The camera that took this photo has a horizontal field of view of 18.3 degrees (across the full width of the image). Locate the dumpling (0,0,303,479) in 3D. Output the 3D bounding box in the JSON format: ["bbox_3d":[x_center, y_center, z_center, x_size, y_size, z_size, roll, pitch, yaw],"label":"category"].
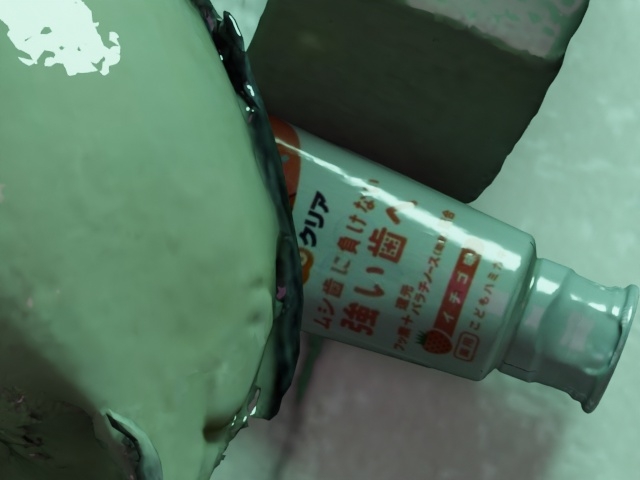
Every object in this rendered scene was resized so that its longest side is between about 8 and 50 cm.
[{"bbox_3d":[-0.105,-0.012,0.675,0.163,0.204,0.293,-12,83,-26],"label":"dumpling"}]

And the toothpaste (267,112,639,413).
[{"bbox_3d":[0.000,0.000,0.744,0.234,0.057,0.089,20,88,3],"label":"toothpaste"}]

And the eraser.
[{"bbox_3d":[0.080,-0.193,0.749,0.111,0.077,0.352,22,85,-4],"label":"eraser"}]
